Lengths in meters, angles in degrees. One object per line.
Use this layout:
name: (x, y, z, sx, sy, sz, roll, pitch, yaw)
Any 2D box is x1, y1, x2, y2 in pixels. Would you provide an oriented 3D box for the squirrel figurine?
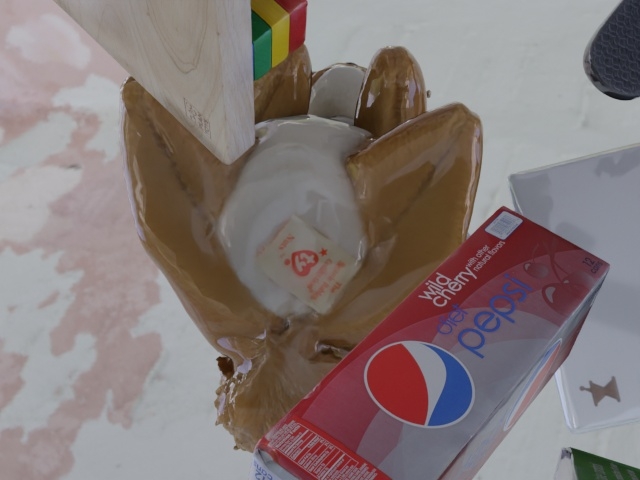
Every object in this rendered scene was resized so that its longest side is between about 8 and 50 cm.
squirrel figurine: (0.000, 0.000, 0.951, 0.281, 0.397, 0.370, 0, -165, 5)

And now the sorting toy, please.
sorting toy: (-0.110, -0.209, 0.561, 0.089, 0.257, 0.255, -41, -106, -18)

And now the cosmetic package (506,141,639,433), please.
cosmetic package: (0.453, 0.039, 1.322, 0.327, 0.329, 0.393, -14, 178, 14)

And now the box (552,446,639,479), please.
box: (0.256, 0.176, 0.415, 0.322, 0.058, 0.232, 17, 180, 13)

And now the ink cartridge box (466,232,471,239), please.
ink cartridge box: (0.091, 0.002, 1.189, 0.145, 0.045, 0.179, -45, -133, 8)

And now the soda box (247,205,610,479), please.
soda box: (0.068, 0.088, 0.571, 0.083, 0.092, 0.263, 32, -135, 21)

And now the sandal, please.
sandal: (0.331, -0.236, 0.895, 0.254, 0.054, 0.097, -44, -91, -1)
